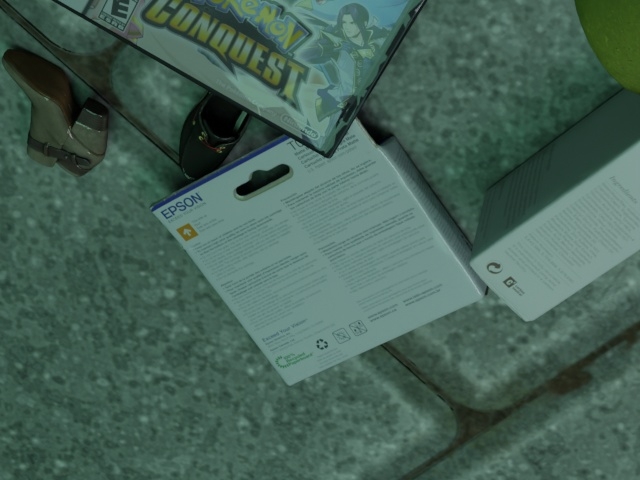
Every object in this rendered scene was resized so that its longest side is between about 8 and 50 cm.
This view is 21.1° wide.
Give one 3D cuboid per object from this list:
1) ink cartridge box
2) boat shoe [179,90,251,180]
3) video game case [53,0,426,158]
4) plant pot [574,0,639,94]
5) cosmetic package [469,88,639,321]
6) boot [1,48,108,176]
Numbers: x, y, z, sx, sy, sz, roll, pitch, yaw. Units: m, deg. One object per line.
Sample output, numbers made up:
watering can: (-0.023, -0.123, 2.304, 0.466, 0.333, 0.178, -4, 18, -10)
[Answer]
ink cartridge box: (0.000, 0.000, 1.524, 0.223, 0.045, 0.224, -26, 113, 26)
boat shoe: (-0.090, -0.099, 1.483, 0.049, 0.042, 0.133, 28, 127, -8)
video game case: (-0.051, -0.232, 1.359, 0.275, 0.035, 0.248, 30, 117, -4)
plant pot: (0.330, -0.208, 1.195, 0.293, 0.275, 0.275, -18, 119, 41)
cosmetic package: (0.234, -0.045, 1.395, 0.085, 0.117, 0.231, 43, 124, -17)
boot: (-0.240, -0.106, 1.516, 0.118, 0.042, 0.087, 34, 133, -2)
